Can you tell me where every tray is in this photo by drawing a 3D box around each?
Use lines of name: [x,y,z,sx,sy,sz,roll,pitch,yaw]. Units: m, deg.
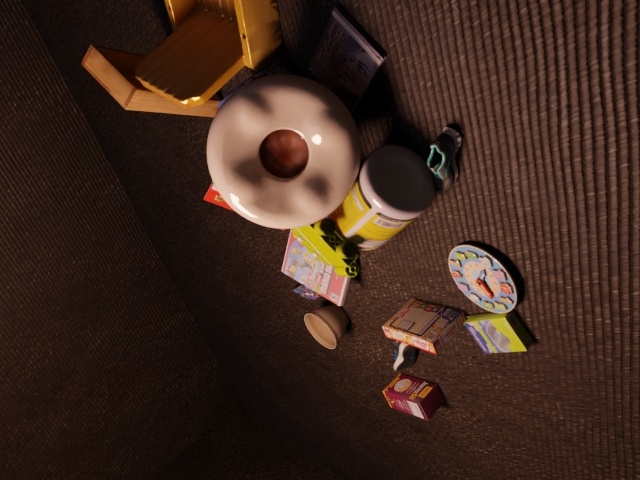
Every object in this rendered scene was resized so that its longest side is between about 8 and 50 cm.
tray: [-0.491,-0.471,1.783,0.203,0.411,0.076,45,112,13]

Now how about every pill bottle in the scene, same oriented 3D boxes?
pill bottle: [0.134,-0.087,1.498,0.188,0.188,0.334,50,152,3]

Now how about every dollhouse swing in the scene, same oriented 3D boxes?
dollhouse swing: [-0.332,-0.570,1.503,0.347,0.305,0.315,33,147,33]

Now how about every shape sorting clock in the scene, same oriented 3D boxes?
shape sorting clock: [0.402,0.098,1.473,0.206,0.040,0.206,36,148,27]

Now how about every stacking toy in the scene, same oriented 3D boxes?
stacking toy: [-0.091,-0.249,1.524,0.350,0.351,0.480,60,-174,-15]

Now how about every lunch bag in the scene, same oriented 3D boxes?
lunch bag: [-0.173,-0.396,1.603,0.090,0.176,0.219,58,152,-12]

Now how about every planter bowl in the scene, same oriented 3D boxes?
planter bowl: [0.034,0.306,2.188,0.162,0.109,0.162,36,147,27]

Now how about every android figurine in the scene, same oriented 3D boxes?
android figurine: [0.000,0.000,1.562,0.248,0.056,0.273,47,164,-14]

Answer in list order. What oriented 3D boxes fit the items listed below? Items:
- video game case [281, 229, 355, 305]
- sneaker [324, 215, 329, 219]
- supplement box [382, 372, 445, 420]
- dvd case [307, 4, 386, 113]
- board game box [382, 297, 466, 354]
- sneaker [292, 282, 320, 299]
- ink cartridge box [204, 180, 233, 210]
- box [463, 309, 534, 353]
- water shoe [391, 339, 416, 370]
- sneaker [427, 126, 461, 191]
video game case: [-0.008,0.067,1.953,0.285,0.025,0.204,27,112,38]
sneaker: [0.042,-0.103,1.729,0.090,0.081,0.232,30,146,27]
supplement box: [0.322,0.538,2.038,0.188,0.104,0.080,1,123,55]
dvd case: [0.056,-0.422,1.401,0.164,0.018,0.221,49,152,6]
board game box: [0.295,0.239,1.683,0.194,0.147,0.045,12,133,51]
sneaker: [-0.021,0.171,2.164,0.087,0.083,0.221,42,159,-11]
ink cartridge box: [-0.197,-0.117,1.848,0.308,0.091,0.385,21,154,-15]
box: [0.461,0.242,1.553,0.109,0.042,0.178,55,151,-5]
water shoe: [0.276,0.364,1.964,0.203,0.073,0.080,95,156,-53]
sneaker: [0.267,-0.172,1.319,0.065,0.076,0.166,32,146,34]
